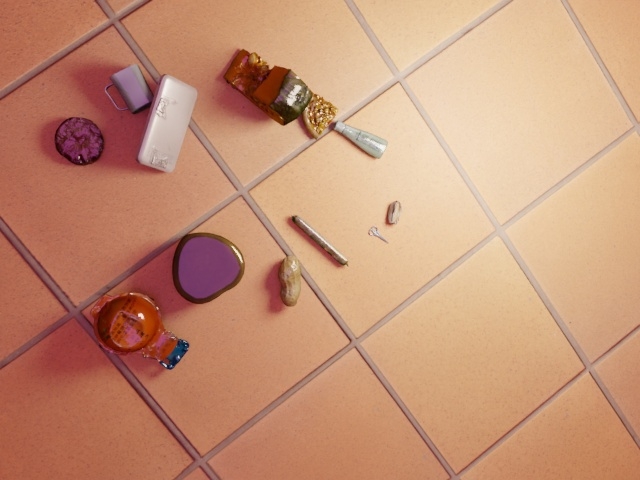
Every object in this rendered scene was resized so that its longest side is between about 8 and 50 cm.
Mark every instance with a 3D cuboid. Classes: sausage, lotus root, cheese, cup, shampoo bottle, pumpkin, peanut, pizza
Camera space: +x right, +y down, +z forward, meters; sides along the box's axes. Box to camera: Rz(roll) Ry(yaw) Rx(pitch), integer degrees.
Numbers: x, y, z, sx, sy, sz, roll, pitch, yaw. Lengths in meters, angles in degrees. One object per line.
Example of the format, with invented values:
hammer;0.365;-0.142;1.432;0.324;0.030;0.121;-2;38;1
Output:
sausage;0.000;0.000;1.889;0.269;0.033;0.033;42;87;-11
lotus root;0.258;-0.098;1.927;0.037;0.030;0.083;8;96;-40
cheese;-0.575;0.292;1.768;0.329;0.129;0.217;39;84;-22
cup;-0.594;-0.463;1.718;0.128;0.095;0.129;-29;100;-6
shampoo bottle;0.133;-0.349;1.880;0.190;0.041;0.069;26;95;-11
pumpkin;-0.168;-0.489;1.741;0.280;0.190;0.139;36;89;-10
peanut;-0.105;0.136;1.859;0.080;0.080;0.174;-1;94;-10
pizza;0.000;-0.426;1.851;0.131;0.041;0.178;1;94;-11

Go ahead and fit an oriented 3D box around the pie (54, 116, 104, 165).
pie;-0.754;-0.310;1.731;0.154;0.036;0.154;-1;95;-10

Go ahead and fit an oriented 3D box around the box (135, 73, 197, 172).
box;-0.480;-0.363;1.737;0.142;0.044;0.285;17;92;-52

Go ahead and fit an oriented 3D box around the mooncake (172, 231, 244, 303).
mooncake;-0.373;0.078;1.788;0.234;0.117;0.235;0;92;-9

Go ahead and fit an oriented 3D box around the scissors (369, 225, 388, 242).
scissors;0.207;-0.016;1.937;0.083;0.006;0.036;39;89;-11
